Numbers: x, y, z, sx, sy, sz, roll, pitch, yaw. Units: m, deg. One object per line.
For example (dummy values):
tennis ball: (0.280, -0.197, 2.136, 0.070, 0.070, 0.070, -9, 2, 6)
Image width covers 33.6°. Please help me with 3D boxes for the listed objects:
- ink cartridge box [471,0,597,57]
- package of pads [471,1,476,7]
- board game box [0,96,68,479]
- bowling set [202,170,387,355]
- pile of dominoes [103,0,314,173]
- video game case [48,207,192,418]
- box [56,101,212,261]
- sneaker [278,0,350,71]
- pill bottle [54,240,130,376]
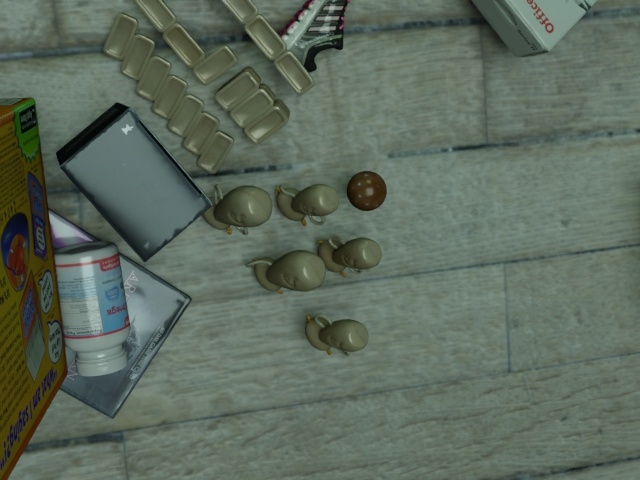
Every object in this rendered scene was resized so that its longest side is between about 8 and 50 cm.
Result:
ink cartridge box: (0.304, -0.370, 1.423, 0.208, 0.087, 0.153, -46, 106, -13)
package of pads: (0.249, -0.354, 1.472, 0.083, 0.032, 0.050, -12, 97, -12)
board game box: (-0.499, 0.055, 1.126, 0.356, 0.356, 0.356, -3, 105, 0)
bowling set: (0.000, 0.000, 1.426, 0.200, 0.154, 0.287, -40, 105, -25)
pile of dominoes: (-0.146, -0.233, 1.377, 0.196, 0.040, 0.251, -35, 108, 16)
video game case: (-0.337, 0.086, 1.396, 0.274, 0.026, 0.196, 34, 89, -15)
box: (-0.233, -0.077, 1.301, 0.108, 0.207, 0.153, -41, 105, -5)
sneaker: (0.012, -0.292, 1.408, 0.075, 0.063, 0.170, 41, 92, -16)
pill bottle: (-0.290, 0.086, 1.349, 0.087, 0.087, 0.160, -10, 101, -12)
